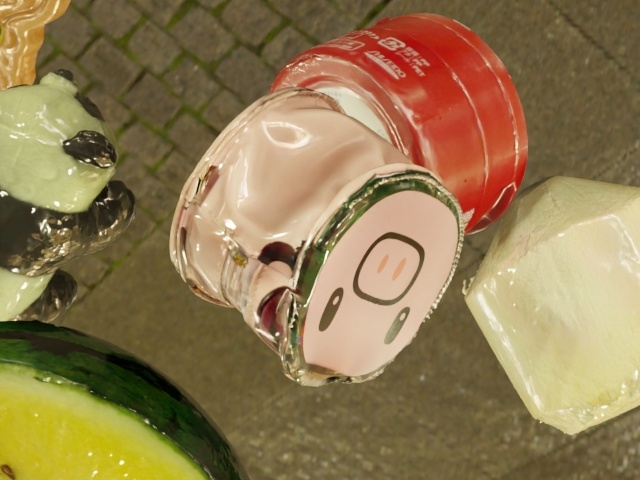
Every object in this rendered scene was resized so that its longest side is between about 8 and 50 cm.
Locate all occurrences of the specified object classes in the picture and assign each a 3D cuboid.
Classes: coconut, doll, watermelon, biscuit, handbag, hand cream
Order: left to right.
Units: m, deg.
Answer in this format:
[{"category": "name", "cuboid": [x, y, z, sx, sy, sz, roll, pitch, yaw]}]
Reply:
[{"category": "biscuit", "cuboid": [-0.357, -0.307, 1.342, 0.202, 0.047, 0.334, 51, 134, 10]}, {"category": "doll", "cuboid": [-0.236, -0.021, 0.938, 0.143, 0.135, 0.234, 40, 107, 2]}, {"category": "watermelon", "cuboid": [-0.101, 0.149, 0.662, 0.129, 0.123, 0.301, -34, 115, -6]}, {"category": "handbag", "cuboid": [0.001, 0.000, 0.839, 0.116, 0.205, 0.179, 33, 97, 28]}, {"category": "hand cream", "cuboid": [0.065, -0.091, 1.137, 0.230, 0.149, 0.230, 25, 126, 41]}, {"category": "coconut", "cuboid": [0.268, 0.050, 1.212, 0.239, 0.239, 0.244, -41, 69, 42]}]
